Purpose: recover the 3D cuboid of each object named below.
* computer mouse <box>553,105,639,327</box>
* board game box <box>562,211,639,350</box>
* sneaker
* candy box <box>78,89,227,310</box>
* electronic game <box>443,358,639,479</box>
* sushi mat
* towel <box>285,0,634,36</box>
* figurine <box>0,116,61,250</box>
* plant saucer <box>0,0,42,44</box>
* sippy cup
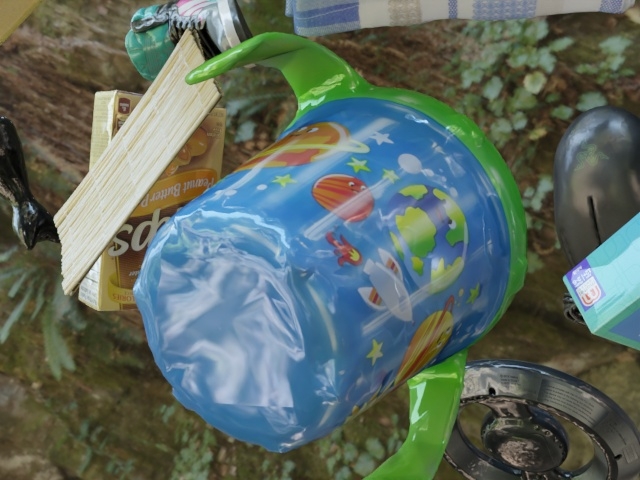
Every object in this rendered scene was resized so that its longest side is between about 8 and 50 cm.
[{"bbox_3d":[0.340,-0.019,0.888,0.072,0.189,0.272,-23,-78,-46],"label":"computer mouse"},{"bbox_3d":[0.267,-0.007,0.421,0.210,0.160,0.047,-50,36,33],"label":"board game box"},{"bbox_3d":[-0.196,-0.296,1.133,0.179,0.123,0.295,-27,30,0],"label":"sneaker"},{"bbox_3d":[-0.253,-0.056,1.162,0.183,0.088,0.316,2,-84,-37],"label":"candy box"},{"bbox_3d":[0.213,0.205,0.800,0.229,0.229,0.048,107,-171,-48],"label":"electronic game"},{"bbox_3d":[-0.223,-0.090,0.894,0.316,0.019,0.151,-48,44,20],"label":"sushi mat"},{"bbox_3d":[0.115,-0.235,0.538,0.209,0.285,0.034,92,171,-56],"label":"towel"},{"bbox_3d":[-0.504,-0.059,1.122,0.092,0.209,0.215,-29,1,37],"label":"figurine"},{"bbox_3d":[-0.312,-0.426,0.806,0.332,0.081,0.332,110,-174,-60],"label":"plant saucer"},{"bbox_3d":[0.001,0.024,0.549,0.224,0.305,0.240,-33,-20,-51],"label":"sippy cup"}]
